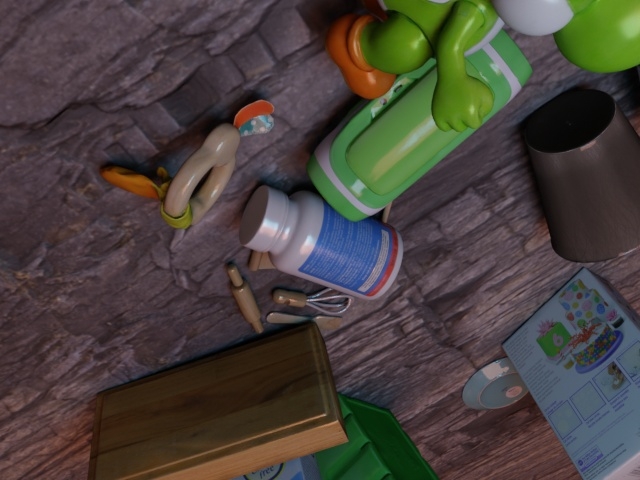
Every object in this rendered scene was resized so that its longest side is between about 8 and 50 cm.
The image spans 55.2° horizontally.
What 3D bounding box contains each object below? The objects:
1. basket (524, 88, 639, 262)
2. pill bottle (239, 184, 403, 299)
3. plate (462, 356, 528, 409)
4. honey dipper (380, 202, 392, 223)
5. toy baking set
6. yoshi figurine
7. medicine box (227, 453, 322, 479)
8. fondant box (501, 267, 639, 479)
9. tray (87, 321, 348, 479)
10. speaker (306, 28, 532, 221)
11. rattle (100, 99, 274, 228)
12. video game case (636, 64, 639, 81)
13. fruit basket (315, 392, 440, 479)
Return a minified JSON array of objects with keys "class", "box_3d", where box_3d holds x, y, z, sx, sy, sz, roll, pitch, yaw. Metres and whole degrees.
[{"class":"basket","box_3d":[0.412,-0.103,0.926,0.204,0.154,0.227,-31,127,15]},{"class":"pill bottle","box_3d":[0.000,0.000,0.894,0.221,0.124,0.124,21,120,-26]},{"class":"plate","box_3d":[0.407,0.326,1.359,0.188,0.024,0.188,-8,129,-10]},{"class":"honey dipper","box_3d":[0.108,-0.066,0.938,0.030,0.030,0.161,-2,130,-16]},{"class":"toy baking set","box_3d":[-0.042,0.088,1.020,0.196,0.030,0.256,-15,131,-5]},{"class":"yoshi figurine","box_3d":[0.184,-0.219,0.604,0.203,0.362,0.204,-16,104,-33]},{"class":"medicine box","box_3d":[-0.148,0.397,1.071,0.263,0.289,0.149,-22,134,2]},{"class":"fondant box","box_3d":[0.512,0.249,1.123,0.096,0.330,0.238,21,120,-32]},{"class":"tray","box_3d":[-0.176,0.291,1.017,0.410,0.203,0.076,-18,132,2]},{"class":"speaker","box_3d":[0.122,-0.158,0.803,0.296,0.131,0.131,-41,128,17]},{"class":"rattle","box_3d":[-0.169,-0.126,0.804,0.200,0.142,0.130,-59,155,12]},{"class":"video game case","box_3d":[0.560,-0.281,0.772,0.329,0.036,0.300,-35,134,10]},{"class":"fruit basket","box_3d":[0.035,0.538,1.193,0.282,0.392,0.392,27,117,-33]}]
